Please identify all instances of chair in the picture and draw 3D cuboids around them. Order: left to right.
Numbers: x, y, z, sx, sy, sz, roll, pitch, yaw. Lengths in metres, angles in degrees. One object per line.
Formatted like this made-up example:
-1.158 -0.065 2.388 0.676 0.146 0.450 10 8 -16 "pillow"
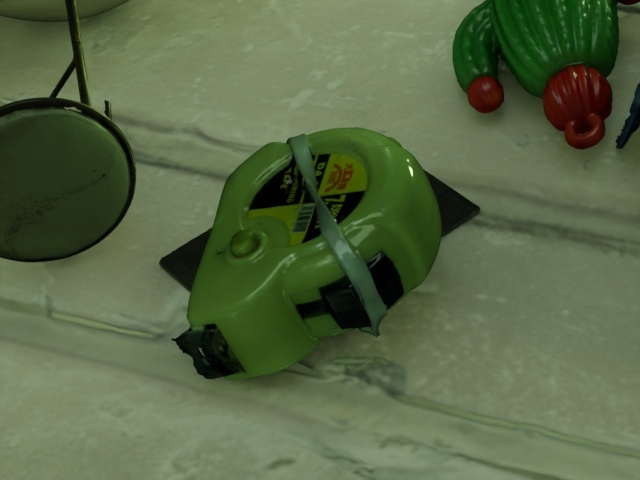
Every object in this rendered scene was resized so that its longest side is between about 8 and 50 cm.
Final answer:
-0.222 -0.040 1.331 0.170 0.160 0.326 -15 39 -3 "chair"

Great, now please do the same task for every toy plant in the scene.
0.180 -0.166 1.430 0.154 0.088 0.240 1 54 30 "toy plant"

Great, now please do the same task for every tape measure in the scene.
0.000 0.000 1.270 0.175 0.106 0.200 -11 39 21 "tape measure"

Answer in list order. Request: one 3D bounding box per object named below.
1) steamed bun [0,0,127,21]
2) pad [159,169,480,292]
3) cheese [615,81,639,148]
-0.245 -0.364 1.559 0.334 0.334 0.374 -19 48 -9 "steamed bun"
-0.001 -0.004 1.351 0.211 0.003 0.143 -34 47 -22 "pad"
0.302 -0.188 1.379 0.069 0.177 0.270 33 72 10 "cheese"
